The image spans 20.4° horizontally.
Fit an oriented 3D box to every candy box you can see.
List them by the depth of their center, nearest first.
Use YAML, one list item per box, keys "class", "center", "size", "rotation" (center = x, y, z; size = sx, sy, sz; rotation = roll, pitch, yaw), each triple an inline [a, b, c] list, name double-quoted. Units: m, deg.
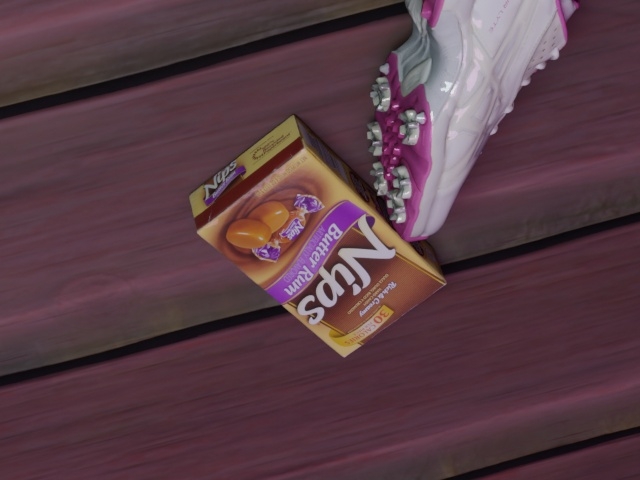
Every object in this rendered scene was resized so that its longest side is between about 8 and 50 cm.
- class: "candy box"
  center: [0.000, 0.000, 1.386]
  size: [0.109, 0.053, 0.187]
  rotation: [-37, 127, 15]

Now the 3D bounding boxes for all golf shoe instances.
- class: "golf shoe"
  center: [0.116, -0.126, 1.282]
  size: [0.140, 0.115, 0.306]
  rotation: [-4, 130, -17]
